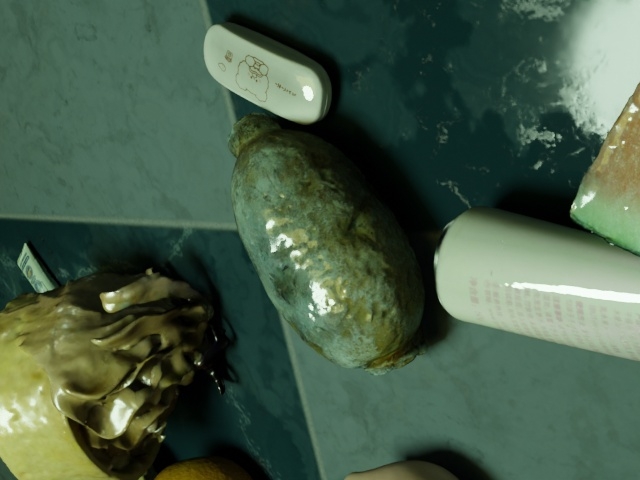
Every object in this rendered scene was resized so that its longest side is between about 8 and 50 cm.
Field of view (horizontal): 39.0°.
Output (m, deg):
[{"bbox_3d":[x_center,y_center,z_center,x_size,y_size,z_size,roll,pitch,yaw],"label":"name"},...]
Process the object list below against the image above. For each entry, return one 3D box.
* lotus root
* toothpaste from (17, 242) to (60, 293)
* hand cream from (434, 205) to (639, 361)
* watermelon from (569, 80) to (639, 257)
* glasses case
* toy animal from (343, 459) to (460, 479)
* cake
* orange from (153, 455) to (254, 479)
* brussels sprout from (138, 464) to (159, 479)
[{"bbox_3d":[-0.001,0.000,1.033,0.350,0.175,0.175,56,138,5],"label":"lotus root"},{"bbox_3d":[-0.487,0.107,1.660,0.239,0.039,0.062,49,133,17],"label":"toothpaste"},{"bbox_3d":[0.273,0.052,0.819,0.358,0.118,0.185,14,158,38],"label":"hand cream"},{"bbox_3d":[0.324,-0.103,0.697,0.193,0.139,0.257,27,119,38],"label":"watermelon"},{"bbox_3d":[-0.065,-0.199,1.070,0.193,0.049,0.074,32,131,30],"label":"glasses case"},{"bbox_3d":[0.116,0.437,1.088,0.269,0.237,0.326,17,96,45],"label":"toy animal"},{"bbox_3d":[-0.291,0.197,1.357,0.321,0.332,0.332,-16,101,17],"label":"cake"},{"bbox_3d":[-0.181,0.442,1.421,0.206,0.206,0.206,22,125,35],"label":"orange"},{"bbox_3d":[-0.371,0.521,1.615,0.273,0.242,0.317,-3,108,39],"label":"brussels sprout"}]
